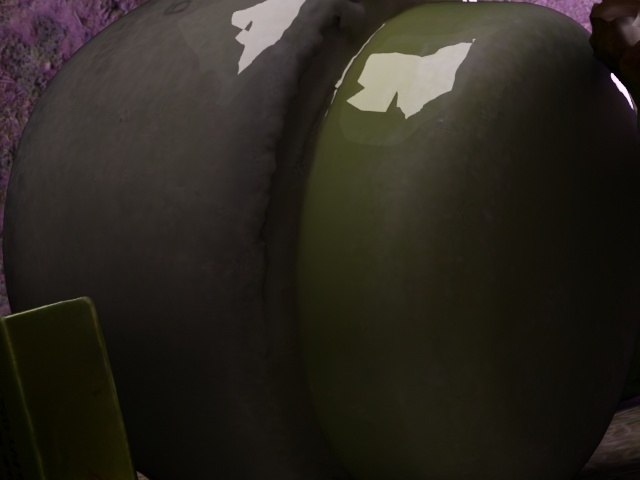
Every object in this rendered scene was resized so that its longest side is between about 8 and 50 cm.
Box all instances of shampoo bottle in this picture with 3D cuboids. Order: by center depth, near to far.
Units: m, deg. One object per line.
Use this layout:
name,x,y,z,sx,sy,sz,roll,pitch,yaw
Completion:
shampoo bottle,0.000,0.000,0.759,0.317,0.323,0.322,7,12,31

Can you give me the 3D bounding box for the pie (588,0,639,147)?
pie,0.285,-0.024,0.645,0.354,0.103,0.288,24,20,4

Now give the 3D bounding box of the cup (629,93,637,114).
cup,0.248,0.018,1.260,0.257,0.227,0.301,-35,-38,8

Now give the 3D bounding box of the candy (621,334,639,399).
candy,0.305,0.023,0.995,0.343,0.142,0.132,-15,-12,9

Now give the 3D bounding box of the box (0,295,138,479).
box,-0.147,0.125,0.662,0.043,0.173,0.311,-14,0,-25
